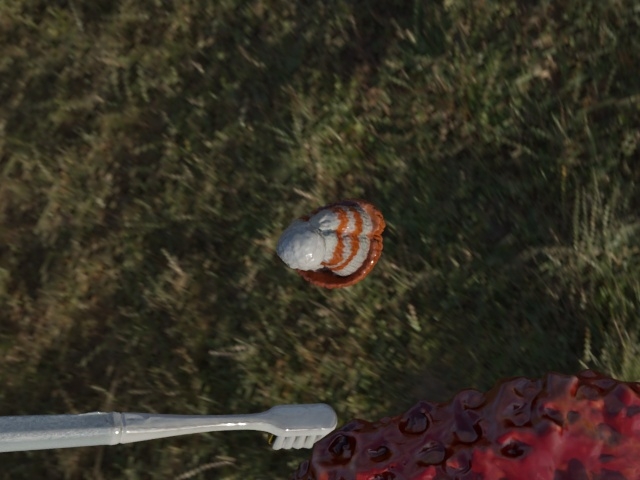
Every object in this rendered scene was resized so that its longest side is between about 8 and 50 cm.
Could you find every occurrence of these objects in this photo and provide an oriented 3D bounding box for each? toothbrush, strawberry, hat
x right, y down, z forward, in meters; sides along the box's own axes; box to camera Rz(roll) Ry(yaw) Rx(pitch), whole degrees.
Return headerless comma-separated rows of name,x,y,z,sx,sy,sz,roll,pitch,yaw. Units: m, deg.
toothbrush,-0.152,0.119,0.889,0.342,0.030,0.025,1,47,-22
strawberry,0.099,0.168,0.746,0.237,0.111,0.190,3,117,-7
hat,0.000,0.000,1.492,0.112,0.162,0.093,-28,74,17
